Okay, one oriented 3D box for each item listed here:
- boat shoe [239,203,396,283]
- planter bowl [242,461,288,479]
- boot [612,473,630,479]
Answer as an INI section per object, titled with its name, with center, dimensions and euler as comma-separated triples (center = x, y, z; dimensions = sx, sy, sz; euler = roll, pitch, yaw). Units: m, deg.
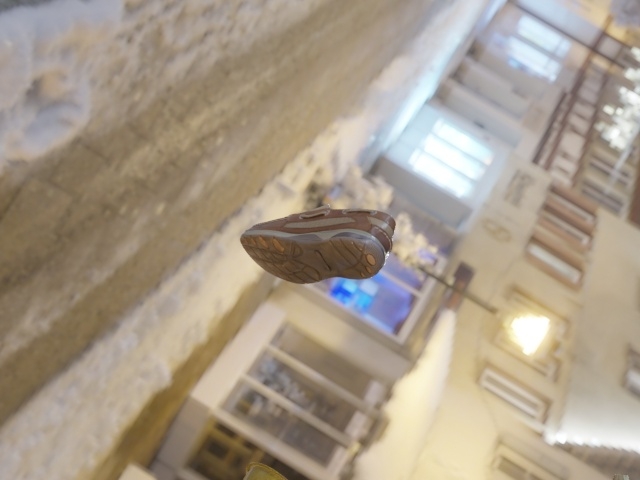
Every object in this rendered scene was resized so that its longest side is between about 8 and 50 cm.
[boat shoe]
center = 0.000, 0.000, 2.184
dimensions = 0.116, 0.324, 0.123
euler = -54, 131, -34
[planter bowl]
center = -0.071, 0.450, 1.874
dimensions = 0.090, 0.217, 0.217
euler = -37, 167, -26
[boot]
center = 0.436, 0.477, 2.153
dimensions = 0.213, 0.165, 0.077
euler = -60, 160, -23
